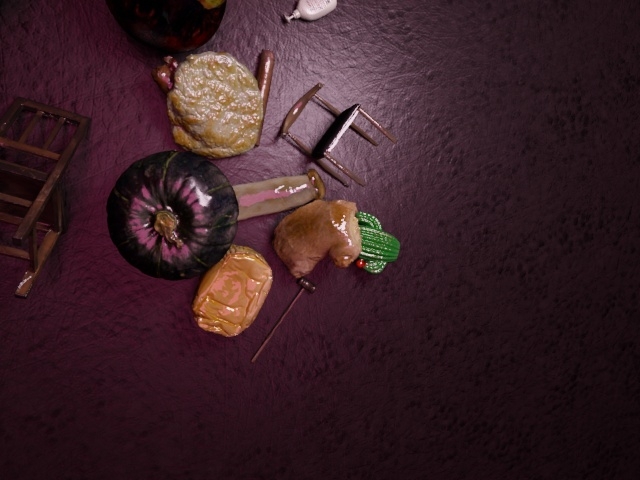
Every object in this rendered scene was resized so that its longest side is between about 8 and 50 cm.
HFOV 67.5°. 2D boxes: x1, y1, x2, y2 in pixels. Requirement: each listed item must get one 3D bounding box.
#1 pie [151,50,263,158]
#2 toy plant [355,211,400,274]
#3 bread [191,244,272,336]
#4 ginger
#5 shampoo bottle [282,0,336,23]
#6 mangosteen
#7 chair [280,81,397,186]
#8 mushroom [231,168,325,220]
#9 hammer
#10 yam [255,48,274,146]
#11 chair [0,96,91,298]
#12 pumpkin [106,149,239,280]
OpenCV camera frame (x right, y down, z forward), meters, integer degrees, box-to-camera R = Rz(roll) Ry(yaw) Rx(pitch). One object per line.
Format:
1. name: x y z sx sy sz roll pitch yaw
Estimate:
1. pie: -0.278 -0.348 1.241 0.256 0.105 0.275 -13 119 -6
2. toy plant: 0.120 -0.008 1.410 0.240 0.088 0.155 38 78 3
3. bread: -0.247 0.133 1.305 0.178 0.133 0.250 26 90 -16
4. ginger: 0.000 0.000 1.313 0.221 0.130 0.276 46 107 18
5. shampoo bottle: -0.033 -0.643 1.325 0.151 0.045 0.077 -35 105 -10
6. mangosteen: -0.352 -0.597 1.120 0.310 0.311 0.312 -1 96 -14
7. chair: 0.042 -0.289 1.317 0.272 0.166 0.188 36 86 -15
8. mushroom: -0.138 -0.125 1.337 0.311 0.081 0.100 -14 94 -8
9. hammer: -0.115 0.238 1.407 0.058 0.029 0.292 35 88 -12
10. yam: -0.166 -0.392 1.317 0.046 0.046 0.264 10 94 -15
11. chair: -0.720 -0.111 1.151 0.202 0.417 0.241 16 136 -14
12. pumpkin: -0.361 -0.062 1.190 0.322 0.241 0.324 0 98 1
